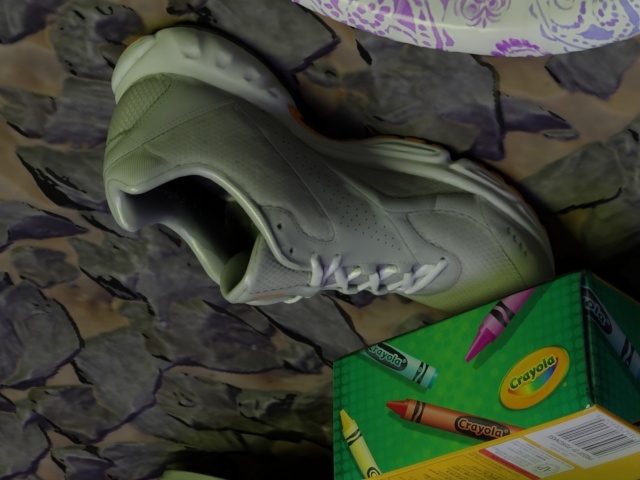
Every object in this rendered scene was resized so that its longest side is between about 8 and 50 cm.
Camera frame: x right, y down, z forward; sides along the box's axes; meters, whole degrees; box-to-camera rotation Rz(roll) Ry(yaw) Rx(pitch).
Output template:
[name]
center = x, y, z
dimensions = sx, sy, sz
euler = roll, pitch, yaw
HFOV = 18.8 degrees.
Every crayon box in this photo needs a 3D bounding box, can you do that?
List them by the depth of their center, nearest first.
[crayon box]
center = 0.157, 0.122, 1.072
dimensions = 0.165, 0.081, 0.278
euler = -23, 144, 35

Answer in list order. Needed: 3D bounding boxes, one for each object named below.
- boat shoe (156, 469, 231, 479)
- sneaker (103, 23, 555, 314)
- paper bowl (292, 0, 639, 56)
[boat shoe]
center = 0.038, 0.241, 1.094
dimensions = 0.187, 0.156, 0.500
euler = 30, 164, -34
[sneaker]
center = 0.000, 0.000, 1.000
dimensions = 0.262, 0.121, 0.099
euler = 25, 138, -14
[paper bowl]
center = 0.050, -0.213, 0.698
dimensions = 0.284, 0.148, 0.284
euler = 19, 146, 13
